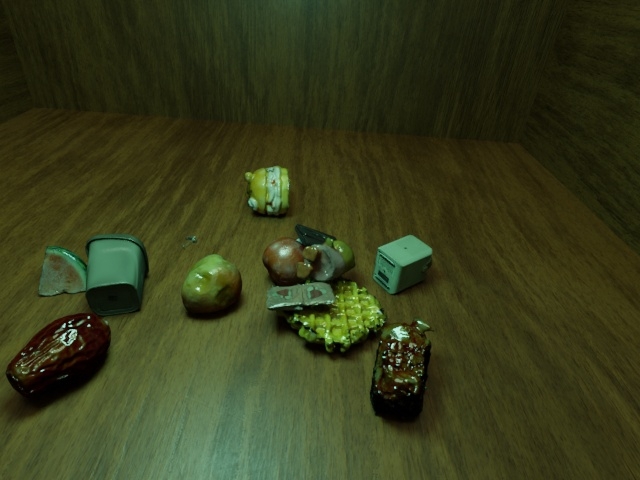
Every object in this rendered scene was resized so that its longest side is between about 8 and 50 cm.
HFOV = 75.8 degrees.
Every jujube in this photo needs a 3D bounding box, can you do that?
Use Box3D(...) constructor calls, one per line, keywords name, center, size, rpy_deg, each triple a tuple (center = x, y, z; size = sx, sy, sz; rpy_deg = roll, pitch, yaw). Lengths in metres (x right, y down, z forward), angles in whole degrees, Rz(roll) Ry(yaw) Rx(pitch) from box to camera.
Box3D(name="jujube", center=(-0.790, 0.342, 1.263), size=(0.197, 0.197, 0.290), rpy_deg=(20, 36, 21))

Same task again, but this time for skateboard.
Box3D(name="skateboard", center=(-0.628, 0.007, 1.926), size=(0.063, 0.032, 0.083), rpy_deg=(8, 31, 23))

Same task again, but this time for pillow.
Box3D(name="pillow", center=(-0.076, 0.208, 1.513), size=(0.248, 0.049, 0.135), rpy_deg=(-3, 31, -10))

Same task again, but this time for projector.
Box3D(name="projector", center=(0.362, 0.099, 1.784), size=(0.242, 0.177, 0.163), rpy_deg=(-21, 44, -31))

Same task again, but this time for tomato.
Box3D(name="tomato", center=(-0.132, 0.085, 1.709), size=(0.184, 0.208, 0.208), rpy_deg=(-35, 49, -23))

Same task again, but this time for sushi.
Box3D(name="sushi", center=(0.272, 0.398, 1.332), size=(0.196, 0.182, 0.343), rpy_deg=(17, 38, 6))

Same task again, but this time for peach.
Box3D(name="peach", center=(-0.425, 0.174, 1.571), size=(0.214, 0.214, 0.235), rpy_deg=(32, 60, 34))

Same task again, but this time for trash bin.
Box3D(name="trash bin", center=(-0.779, 0.134, 1.568), size=(0.219, 0.220, 0.250), rpy_deg=(-7, 43, -14))

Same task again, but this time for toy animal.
Box3D(name="toy animal", center=(0.042, 0.074, 1.649), size=(0.169, 0.195, 0.281), rpy_deg=(32, 23, 18))

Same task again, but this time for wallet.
Box3D(name="wallet", center=(0.000, 0.000, 1.926), size=(0.229, 0.049, 0.182), rpy_deg=(19, 22, -30))

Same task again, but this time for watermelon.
Box3D(name="watermelon", center=(-1.001, 0.120, 1.606), size=(0.136, 0.207, 0.202), rpy_deg=(-9, 44, 27))

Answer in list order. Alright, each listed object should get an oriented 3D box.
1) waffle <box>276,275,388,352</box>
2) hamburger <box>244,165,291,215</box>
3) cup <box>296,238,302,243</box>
Box3D(name="waffle", center=(0.049, 0.265, 1.571), size=(0.382, 0.095, 0.379), rpy_deg=(-22, 40, -37))
Box3D(name="hamburger", center=(-0.282, -0.264, 2.168), size=(0.236, 0.277, 0.276), rpy_deg=(1, 34, -10))
Box3D(name="cup", center=(-0.093, 0.056, 1.895), size=(0.104, 0.074, 0.116), rpy_deg=(-25, 43, -1))
